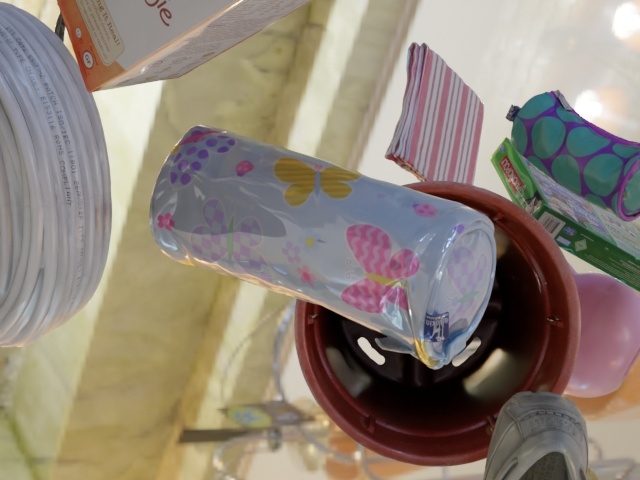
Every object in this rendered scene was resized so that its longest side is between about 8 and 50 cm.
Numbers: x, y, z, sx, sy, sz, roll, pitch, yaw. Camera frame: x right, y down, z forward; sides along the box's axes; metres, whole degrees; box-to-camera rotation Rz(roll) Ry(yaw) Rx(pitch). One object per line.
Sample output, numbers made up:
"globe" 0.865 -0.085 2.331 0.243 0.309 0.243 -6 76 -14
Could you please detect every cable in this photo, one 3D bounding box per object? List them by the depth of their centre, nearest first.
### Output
"cable" -0.246 -0.047 0.905 0.257 0.089 0.257 11 -69 46

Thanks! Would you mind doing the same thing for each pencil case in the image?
"pencil case" 0.000 0.000 0.948 0.273 0.113 0.124 21 -46 27
"pencil case" 0.229 -0.076 1.060 0.151 0.064 0.070 42 -54 47

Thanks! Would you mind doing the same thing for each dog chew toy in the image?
"dog chew toy" 0.365 0.111 2.013 0.332 0.206 0.207 31 -62 18

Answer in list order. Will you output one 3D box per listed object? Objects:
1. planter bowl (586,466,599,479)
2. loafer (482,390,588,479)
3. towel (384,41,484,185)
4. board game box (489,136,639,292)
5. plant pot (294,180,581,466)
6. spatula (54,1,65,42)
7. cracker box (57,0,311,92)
"planter bowl" 0.311 0.343 1.547 0.090 0.217 0.217 -25 -118 20
"loafer" 0.177 0.293 1.110 0.111 0.112 0.319 -78 172 -70
"towel" 0.138 -0.128 1.436 0.029 0.197 0.144 4 -104 31
"board game box" 0.401 -0.016 1.765 0.046 0.317 0.213 -54 -158 20
"plant pot" 0.112 0.075 1.294 0.265 0.272 0.272 -68 163 -88
"spatula" -0.195 -0.158 0.949 0.296 0.030 0.084 -64 180 32
"cracker box" -0.050 -0.180 0.570 0.232 0.067 0.156 -20 -92 46
